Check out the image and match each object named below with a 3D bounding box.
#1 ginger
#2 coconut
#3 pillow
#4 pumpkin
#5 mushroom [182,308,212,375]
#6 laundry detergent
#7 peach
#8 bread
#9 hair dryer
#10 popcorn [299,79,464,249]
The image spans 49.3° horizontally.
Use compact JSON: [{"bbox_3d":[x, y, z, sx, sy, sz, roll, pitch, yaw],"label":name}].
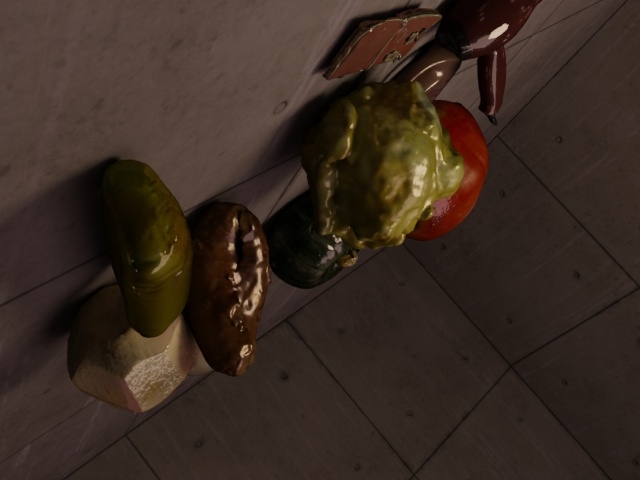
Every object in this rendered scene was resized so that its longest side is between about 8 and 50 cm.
[{"bbox_3d":[-0.175,0.090,1.301,0.165,0.321,0.172,0,171,-26],"label":"ginger"},{"bbox_3d":[-0.345,0.199,1.268,0.237,0.237,0.197,-50,-166,46],"label":"coconut"},{"bbox_3d":[0.103,-0.329,1.161,0.232,0.043,0.126,-30,167,-45],"label":"pillow"},{"bbox_3d":[0.000,0.000,1.776,0.300,0.207,0.300,-41,171,-8],"label":"pumpkin"},{"bbox_3d":[-0.300,0.161,1.453,0.243,0.243,0.243,-39,171,-8],"label":"mushroom"},{"bbox_3d":[0.217,-0.343,1.449,0.171,0.076,0.237,-27,163,-51],"label":"laundry detergent"},{"bbox_3d":[0.259,-0.180,1.727,0.290,0.372,0.373,-7,-162,45],"label":"peach"},{"bbox_3d":[-0.246,0.022,1.017,0.112,0.166,0.383,-16,162,-18],"label":"bread"},{"bbox_3d":[0.381,-0.383,1.410,0.313,0.123,0.340,-33,141,-13],"label":"hair dryer"},{"bbox_3d":[0.099,-0.141,1.332,0.312,0.312,0.312,-39,171,-8],"label":"popcorn"}]
